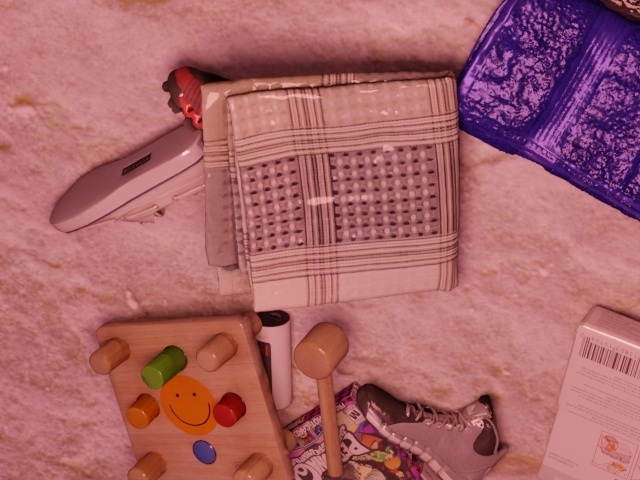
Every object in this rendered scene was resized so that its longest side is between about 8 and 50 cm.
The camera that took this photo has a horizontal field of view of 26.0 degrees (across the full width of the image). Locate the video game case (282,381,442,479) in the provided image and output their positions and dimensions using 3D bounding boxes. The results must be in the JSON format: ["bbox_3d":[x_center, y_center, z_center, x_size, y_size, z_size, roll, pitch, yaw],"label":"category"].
[{"bbox_3d":[0.025,0.341,2.009,0.232,0.042,0.210,-34,105,23],"label":"video game case"}]

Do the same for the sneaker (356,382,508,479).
[{"bbox_3d":[0.167,0.241,1.918,0.229,0.086,0.132,38,112,-18],"label":"sneaker"}]

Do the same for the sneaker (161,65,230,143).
[{"bbox_3d":[-0.064,-0.156,1.769,0.276,0.097,0.135,33,117,-6],"label":"sneaker"}]

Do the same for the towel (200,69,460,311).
[{"bbox_3d":[0.013,-0.058,1.726,0.324,0.056,0.312,-3,121,-1],"label":"towel"}]

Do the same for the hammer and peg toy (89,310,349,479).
[{"bbox_3d":[-0.128,0.228,1.890,0.361,0.127,0.266,-4,110,30],"label":"hammer and peg toy"}]

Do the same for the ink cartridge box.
[{"bbox_3d":[0.455,0.255,1.819,0.296,0.066,0.261,22,122,21],"label":"ink cartridge box"}]

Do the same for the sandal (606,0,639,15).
[{"bbox_3d":[0.528,-0.278,1.595,0.446,0.107,0.167,29,119,12],"label":"sandal"}]

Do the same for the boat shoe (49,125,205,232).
[{"bbox_3d":[-0.241,-0.065,1.856,0.267,0.096,0.088,-28,124,20],"label":"boat shoe"}]

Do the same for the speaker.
[{"bbox_3d":[-0.067,0.166,1.942,0.055,0.055,0.136,4,115,10],"label":"speaker"}]

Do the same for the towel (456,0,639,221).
[{"bbox_3d":[0.325,-0.170,1.690,0.308,0.076,0.227,27,118,-1],"label":"towel"}]
